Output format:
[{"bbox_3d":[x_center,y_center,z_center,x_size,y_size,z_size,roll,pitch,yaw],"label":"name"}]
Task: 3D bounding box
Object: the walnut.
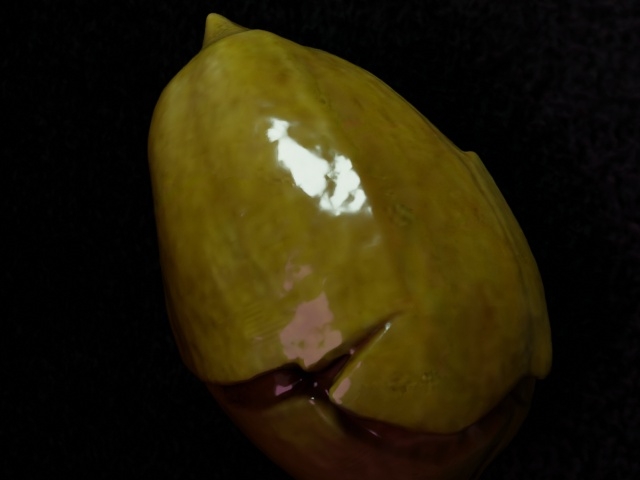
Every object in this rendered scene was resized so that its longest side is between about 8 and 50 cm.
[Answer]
[{"bbox_3d":[0.000,0.000,0.864,0.209,0.209,0.336,-43,65,34],"label":"walnut"}]
